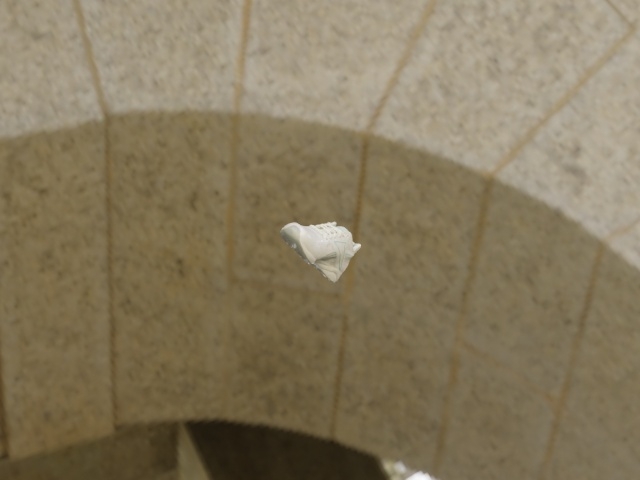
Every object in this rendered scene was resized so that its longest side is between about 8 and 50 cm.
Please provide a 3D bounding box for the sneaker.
[{"bbox_3d":[0.000,0.000,1.830,0.061,0.054,0.152,-47,-25,3],"label":"sneaker"}]
